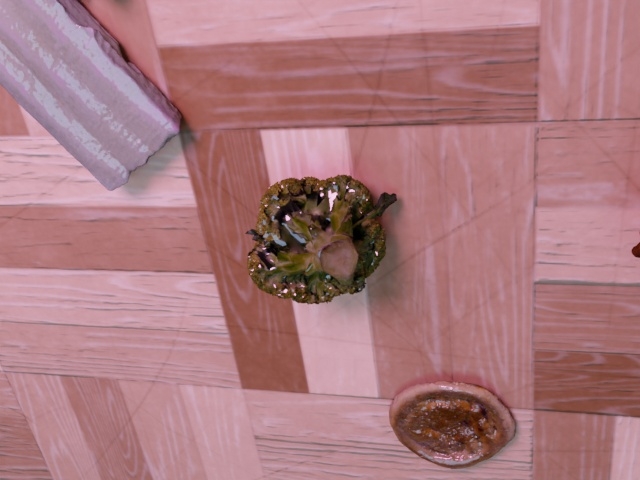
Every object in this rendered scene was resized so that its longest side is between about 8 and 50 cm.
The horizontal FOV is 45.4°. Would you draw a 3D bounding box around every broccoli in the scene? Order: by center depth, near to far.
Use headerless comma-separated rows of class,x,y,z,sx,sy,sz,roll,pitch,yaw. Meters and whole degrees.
broccoli,0.000,0.000,0.694,0.131,0.120,0.130,21,101,-19

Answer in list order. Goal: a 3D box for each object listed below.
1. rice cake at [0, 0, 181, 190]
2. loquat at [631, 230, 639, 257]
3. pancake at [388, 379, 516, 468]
rice cake,-0.239,-0.162,0.703,0.127,0.043,0.237,-35,108,30
loquat,0.357,0.027,0.547,0.238,0.238,0.193,14,146,7
pancake,0.144,0.203,0.844,0.140,0.022,0.139,8,125,11
